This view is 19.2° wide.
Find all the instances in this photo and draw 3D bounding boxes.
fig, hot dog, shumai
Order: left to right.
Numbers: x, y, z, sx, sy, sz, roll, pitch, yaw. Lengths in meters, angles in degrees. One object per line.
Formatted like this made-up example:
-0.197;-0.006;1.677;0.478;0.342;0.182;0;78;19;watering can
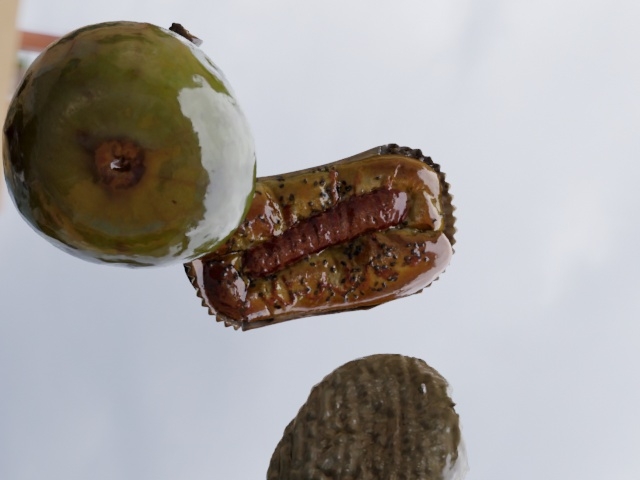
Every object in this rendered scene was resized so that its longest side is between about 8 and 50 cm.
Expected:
-0.115;-0.059;1.093;0.186;0.142;0.148;-173;-98;-72;fig
0.000;0.000;1.275;0.059;0.191;0.108;-173;-109;-79;hot dog
0.040;0.203;1.536;0.153;0.161;0.209;86;8;-45;shumai
